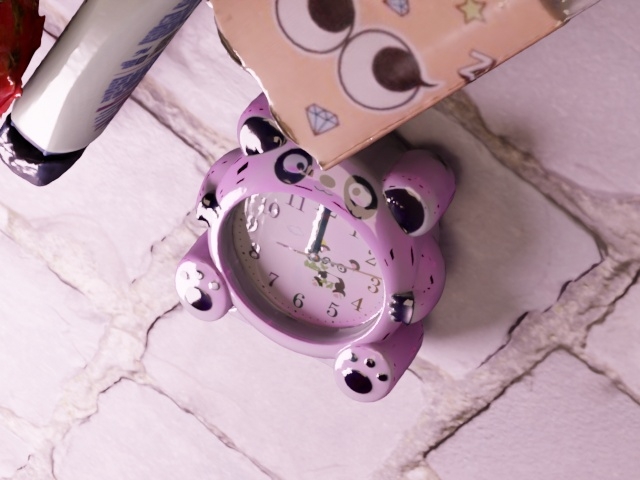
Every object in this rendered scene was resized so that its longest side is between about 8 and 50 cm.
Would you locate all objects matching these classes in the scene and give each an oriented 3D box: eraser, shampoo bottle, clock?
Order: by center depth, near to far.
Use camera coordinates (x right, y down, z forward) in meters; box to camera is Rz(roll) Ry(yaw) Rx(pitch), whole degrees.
[{"bbox_3d":[0.063,-0.189,1.274,0.290,0.087,0.171,-30,99,37],"label":"eraser"},{"bbox_3d":[-0.172,-0.165,1.417,0.078,0.134,0.359,42,135,-3],"label":"shampoo bottle"},{"bbox_3d":[0.000,0.000,1.479,0.227,0.090,0.248,26,132,11],"label":"clock"}]

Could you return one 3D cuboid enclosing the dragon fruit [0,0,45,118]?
[{"bbox_3d":[-0.327,-0.206,1.431,0.205,0.210,0.268,-10,74,25],"label":"dragon fruit"}]
